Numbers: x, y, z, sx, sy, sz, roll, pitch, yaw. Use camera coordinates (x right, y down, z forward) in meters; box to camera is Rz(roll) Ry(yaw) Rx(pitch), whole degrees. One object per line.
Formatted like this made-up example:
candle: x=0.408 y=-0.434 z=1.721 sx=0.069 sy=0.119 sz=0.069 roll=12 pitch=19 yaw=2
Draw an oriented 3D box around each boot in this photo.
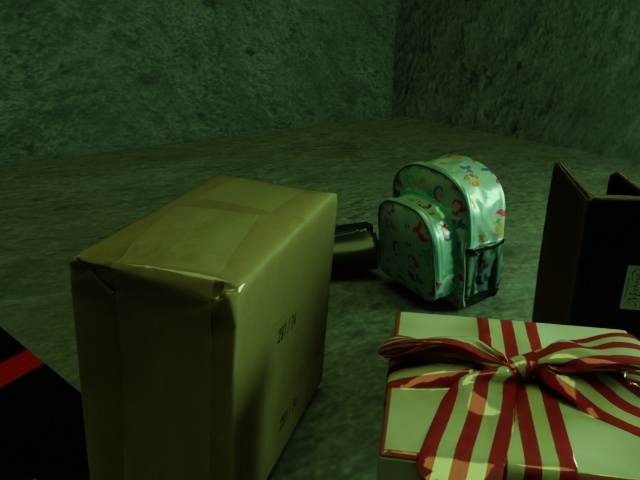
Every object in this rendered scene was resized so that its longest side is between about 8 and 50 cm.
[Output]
boot: x=0.000 y=0.000 z=1.316 sx=0.207 sy=0.094 sz=0.246 roll=-9 pitch=29 yaw=-14

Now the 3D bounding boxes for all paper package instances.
paper package: x=-0.111 y=0.109 z=0.721 sx=0.168 sy=0.309 sz=0.325 roll=10 pitch=23 yaw=13

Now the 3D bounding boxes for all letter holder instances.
letter holder: x=0.395 y=0.058 z=0.880 sx=0.152 sy=0.302 sz=0.214 roll=3 pitch=20 yaw=6

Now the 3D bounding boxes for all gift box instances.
gift box: x=0.173 y=0.209 z=0.536 sx=0.255 sy=0.258 sz=0.276 roll=2 pitch=20 yaw=4

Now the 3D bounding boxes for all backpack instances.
backpack: x=0.218 y=-0.025 z=1.156 sx=0.191 sy=0.253 sz=0.225 roll=-10 pitch=26 yaw=-30

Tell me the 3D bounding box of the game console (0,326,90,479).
game console: x=-0.419 y=0.192 z=0.615 sx=0.342 sy=0.060 sz=0.386 roll=38 pitch=20 yaw=6
